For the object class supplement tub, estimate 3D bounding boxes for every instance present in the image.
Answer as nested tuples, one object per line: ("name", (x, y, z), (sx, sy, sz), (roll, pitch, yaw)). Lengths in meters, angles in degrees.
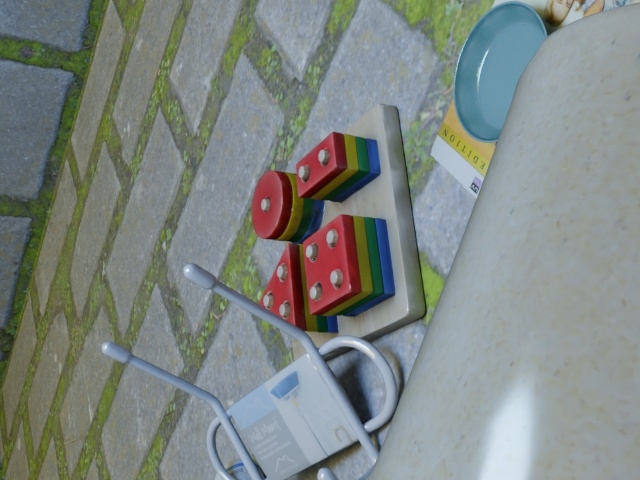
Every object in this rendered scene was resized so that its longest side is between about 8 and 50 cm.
("supplement tub", (-0.097, 0.354, 1.151), (0.107, 0.071, 0.071), (55, 130, 49))

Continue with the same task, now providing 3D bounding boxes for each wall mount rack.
("wall mount rack", (-0.090, 0.189, 1.003), (0.350, 0.130, 0.304), (-39, 79, 38))

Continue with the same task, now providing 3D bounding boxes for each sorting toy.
("sorting toy", (0.000, 0.000, 1.034), (0.255, 0.089, 0.257), (-35, 56, 53))

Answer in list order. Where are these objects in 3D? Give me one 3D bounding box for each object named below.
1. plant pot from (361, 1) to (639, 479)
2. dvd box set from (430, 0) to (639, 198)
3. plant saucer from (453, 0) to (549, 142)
("plant pot", (0.182, 0.068, 0.420), (0.333, 0.333, 0.306), (-1, 71, 60))
("dvd box set", (0.253, -0.179, 0.651), (0.308, 0.062, 0.421), (55, 132, 49))
("plant saucer", (0.158, -0.141, 0.727), (0.119, 0.021, 0.120), (-18, 69, 58))
